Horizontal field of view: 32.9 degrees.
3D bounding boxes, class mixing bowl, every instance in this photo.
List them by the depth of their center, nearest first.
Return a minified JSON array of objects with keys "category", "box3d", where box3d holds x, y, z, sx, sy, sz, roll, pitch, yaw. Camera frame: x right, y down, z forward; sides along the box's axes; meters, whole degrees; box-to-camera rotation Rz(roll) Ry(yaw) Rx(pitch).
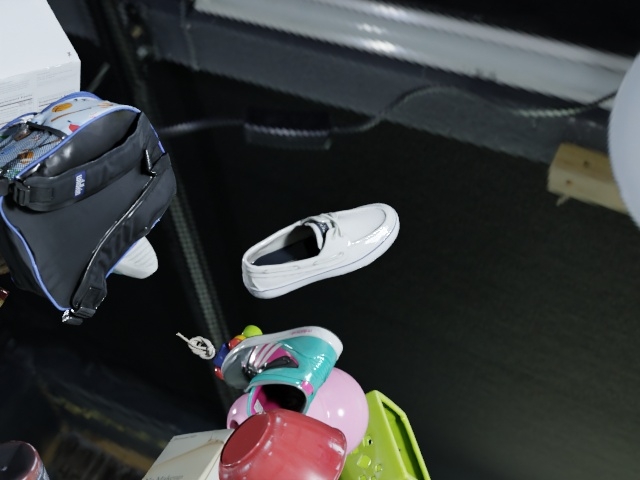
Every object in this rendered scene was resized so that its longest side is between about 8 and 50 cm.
[{"category":"mixing bowl","box3d":[-0.065,0.283,1.387,0.098,0.181,0.181,45,-34,-18]}]

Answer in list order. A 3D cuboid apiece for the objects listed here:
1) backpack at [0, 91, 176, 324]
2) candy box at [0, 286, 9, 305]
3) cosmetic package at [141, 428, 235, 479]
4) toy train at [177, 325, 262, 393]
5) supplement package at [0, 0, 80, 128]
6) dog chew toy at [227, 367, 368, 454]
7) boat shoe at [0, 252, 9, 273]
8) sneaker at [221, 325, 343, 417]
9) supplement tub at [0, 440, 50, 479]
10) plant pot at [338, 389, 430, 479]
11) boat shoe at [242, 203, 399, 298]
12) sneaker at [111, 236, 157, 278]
[{"category":"backpack","box3d":[-0.342,-0.071,1.507,0.213,0.263,0.276,30,-33,35]},{"category":"candy box","box3d":[-0.585,0.070,1.734,0.109,0.053,0.187,37,-20,-31]},{"category":"cosmetic package","box3d":[-0.259,0.489,1.980,0.160,0.309,0.113,-14,-66,30]},{"category":"toy train","box3d":[-0.180,0.234,2.398,0.248,0.143,0.105,33,-55,4]},{"category":"supplement package","box3d":[-0.609,-0.325,2.020,0.204,0.262,0.145,58,-29,26]},{"category":"dog chew toy","box3d":[-0.055,0.368,2.237,0.207,0.206,0.332,-5,-3,43]},{"category":"boat shoe","box3d":[-0.653,0.016,2.417,0.207,0.073,0.073,-18,-6,11]},{"category":"sneaker","box3d":[-0.101,0.271,2.001,0.296,0.178,0.124,-22,-62,42]},{"category":"supplement tub","box3d":[-0.445,0.400,1.619,0.106,0.106,0.197,12,-49,27]},{"category":"plant pot","box3d":[0.110,0.512,2.519,0.207,0.227,0.228,-28,-32,12]},{"category":"boat shoe","box3d":[0.000,0.000,1.692,0.088,0.268,0.096,82,-15,-57]},{"category":"sneaker","box3d":[-0.510,-0.003,2.202,0.366,0.135,0.150,30,-52,-31]}]
